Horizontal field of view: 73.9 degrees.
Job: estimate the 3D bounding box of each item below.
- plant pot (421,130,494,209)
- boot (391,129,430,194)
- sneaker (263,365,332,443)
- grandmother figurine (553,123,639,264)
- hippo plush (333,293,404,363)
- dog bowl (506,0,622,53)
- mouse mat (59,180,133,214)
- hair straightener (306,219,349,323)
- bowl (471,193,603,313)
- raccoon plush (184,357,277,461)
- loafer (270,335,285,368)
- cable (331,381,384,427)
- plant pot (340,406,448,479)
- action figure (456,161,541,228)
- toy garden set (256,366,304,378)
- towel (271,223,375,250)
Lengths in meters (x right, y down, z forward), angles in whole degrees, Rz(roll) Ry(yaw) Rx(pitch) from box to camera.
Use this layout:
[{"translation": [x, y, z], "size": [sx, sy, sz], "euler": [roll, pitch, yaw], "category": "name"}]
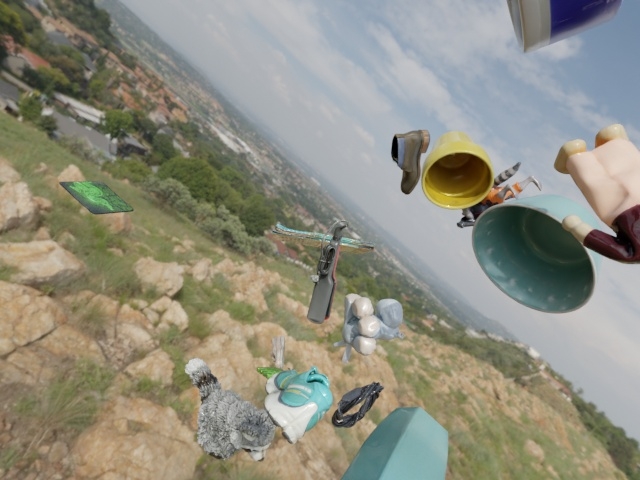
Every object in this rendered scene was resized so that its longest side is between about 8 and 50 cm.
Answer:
[{"translation": [0.507, -0.286, 1.609], "size": [0.254, 0.254, 0.238], "euler": [39, 37, -22], "category": "plant pot"}, {"translation": [0.255, -0.240, 1.318], "size": [0.106, 0.219, 0.082], "euler": [-5, 36, -19], "category": "boot"}, {"translation": [-0.031, 0.284, 0.775], "size": [0.107, 0.110, 0.275], "euler": [56, -10, 2], "category": "sneaker"}, {"translation": [0.494, -0.035, 0.648], "size": [0.104, 0.208, 0.342], "euler": [36, 39, -37], "category": "grandmother figurine"}, {"translation": [0.219, 0.345, 1.642], "size": [0.237, 0.293, 0.234], "euler": [1, 23, -22], "category": "hippo plush"}, {"translation": [0.272, -0.378, 0.513], "size": [0.265, 0.104, 0.264], "euler": [38, 45, -53], "category": "dog bowl"}, {"translation": [-0.716, -0.141, 1.365], "size": [0.190, 0.007, 0.153], "euler": [36, 23, 19], "category": "mouse mat"}, {"translation": [0.015, 0.068, 0.881], "size": [0.047, 0.230, 0.089], "euler": [21, 12, 17], "category": "hair straightener"}, {"translation": [0.558, 0.009, 1.056], "size": [0.311, 0.163, 0.311], "euler": [44, -27, 29], "category": "bowl"}, {"translation": [-0.341, 0.599, 1.545], "size": [0.446, 0.299, 0.216], "euler": [49, 39, 6], "category": "raccoon plush"}, {"translation": [-0.115, 0.295, 1.118], "size": [0.125, 0.039, 0.045], "euler": [-95, -178, -71], "category": "loafer"}, {"translation": [0.117, 0.486, 1.254], "size": [0.047, 0.185, 0.150], "euler": [39, -40, 42], "category": "cable"}, {"translation": [0.202, 0.538, 1.041], "size": [0.165, 0.234, 0.166], "euler": [43, -33, -6], "category": "plant pot"}, {"translation": [0.675, -0.197, 1.675], "size": [0.330, 0.341, 0.178], "euler": [-13, -72, 53], "category": "action figure"}, {"translation": [-0.179, 0.641, 2.019], "size": [0.204, 0.049, 0.244], "euler": [5, -10, -19], "category": "toy garden set"}, {"translation": [0.000, 0.000, 1.622], "size": [0.371, 0.040, 0.271], "euler": [10, -5, -6], "category": "towel"}]
